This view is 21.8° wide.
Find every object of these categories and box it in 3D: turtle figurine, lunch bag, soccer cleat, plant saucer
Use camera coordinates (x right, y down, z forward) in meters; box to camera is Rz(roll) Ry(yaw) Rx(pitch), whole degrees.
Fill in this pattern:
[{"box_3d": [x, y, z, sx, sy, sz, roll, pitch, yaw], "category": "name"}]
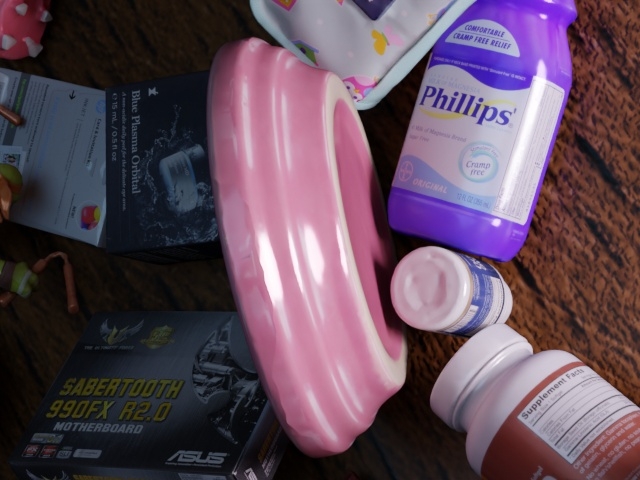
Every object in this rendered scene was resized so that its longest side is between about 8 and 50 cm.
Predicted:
[{"box_3d": [-0.350, -0.003, 1.550, 0.217, 0.087, 0.269, -35, 69, 10], "category": "turtle figurine"}, {"box_3d": [0.043, -0.266, 1.358, 0.223, 0.160, 0.262, -45, 54, 41], "category": "lunch bag"}, {"box_3d": [-0.280, -0.296, 1.623, 0.095, 0.083, 0.248, 28, 99, 33], "category": "soccer cleat"}, {"box_3d": [0.000, 0.000, 1.293, 0.084, 0.332, 0.332, -12, 77, 11], "category": "plant saucer"}]

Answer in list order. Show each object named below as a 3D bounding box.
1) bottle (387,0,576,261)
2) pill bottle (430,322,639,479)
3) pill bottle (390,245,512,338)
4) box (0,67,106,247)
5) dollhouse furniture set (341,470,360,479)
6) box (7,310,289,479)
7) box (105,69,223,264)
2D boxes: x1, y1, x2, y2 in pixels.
[{"box_3d": [0.144, -0.129, 1.357, 0.118, 0.092, 0.282, 18, 91, 31], "category": "bottle"}, {"box_3d": [0.191, 0.163, 1.274, 0.216, 0.121, 0.121, 40, 102, 27], "category": "pill bottle"}, {"box_3d": [0.110, 0.044, 1.335, 0.067, 0.120, 0.067, -5, 80, 27], "category": "pill bottle"}, {"box_3d": [-0.260, -0.081, 1.602, 0.186, 0.038, 0.145, 14, 90, 30], "category": "box"}, {"box_3d": [-0.081, 0.381, 1.355, 0.152, 0.201, 0.374, 45, 111, 25], "category": "dollhouse furniture set"}, {"box_3d": [-0.129, 0.143, 1.432, 0.231, 0.056, 0.183, 0, 44, 29], "category": "box"}, {"box_3d": [-0.104, -0.066, 1.484, 0.158, 0.093, 0.156, -7, 80, 26], "category": "box"}]
